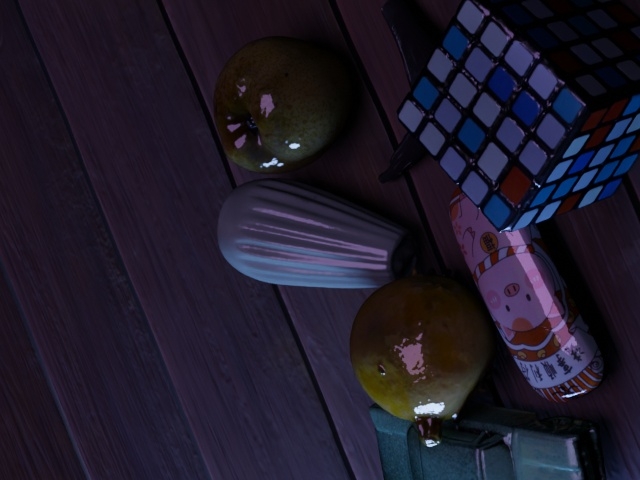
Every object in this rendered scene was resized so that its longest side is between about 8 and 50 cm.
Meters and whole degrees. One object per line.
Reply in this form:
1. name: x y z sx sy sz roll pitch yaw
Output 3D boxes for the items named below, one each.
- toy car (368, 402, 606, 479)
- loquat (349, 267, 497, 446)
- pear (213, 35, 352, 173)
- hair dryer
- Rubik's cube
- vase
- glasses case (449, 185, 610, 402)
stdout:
1. toy car: 0.185 0.263 1.990 0.321 0.097 0.141 2 106 46
2. loquat: 0.118 0.130 1.967 0.172 0.149 0.204 -19 73 36
3. pear: -0.047 -0.160 2.051 0.167 0.136 0.167 21 123 37
4. hair dryer: 0.100 -0.143 1.974 0.195 0.075 0.219 61 145 25
5. Rubik's cube: 0.222 -0.146 1.748 0.184 0.182 0.187 50 134 22
6. vase: 0.000 0.000 2.078 0.248 0.128 0.128 12 112 33
7. glasses case: 0.225 0.049 1.896 0.103 0.067 0.266 -35 78 48
